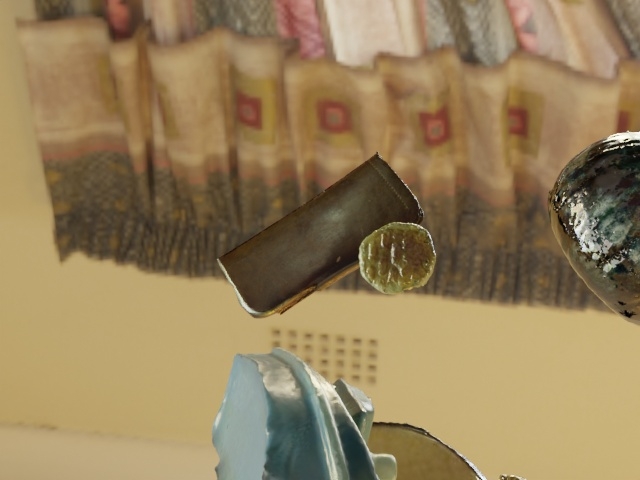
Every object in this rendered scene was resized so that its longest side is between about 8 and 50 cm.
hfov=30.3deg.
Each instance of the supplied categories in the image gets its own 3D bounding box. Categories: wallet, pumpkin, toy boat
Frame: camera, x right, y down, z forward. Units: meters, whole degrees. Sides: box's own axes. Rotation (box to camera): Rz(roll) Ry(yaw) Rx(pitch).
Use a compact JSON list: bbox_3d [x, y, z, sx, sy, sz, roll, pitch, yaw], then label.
[{"bbox_3d":[0.000,0.000,1.483,0.255,0.031,0.137,-33,-129,-2],"label":"wallet"},{"bbox_3d":[0.354,-0.011,1.281,0.233,0.163,0.233,35,-156,-17],"label":"pumpkin"},{"bbox_3d":[-0.004,0.130,0.709,0.098,0.109,0.238,13,-175,-11],"label":"toy boat"}]

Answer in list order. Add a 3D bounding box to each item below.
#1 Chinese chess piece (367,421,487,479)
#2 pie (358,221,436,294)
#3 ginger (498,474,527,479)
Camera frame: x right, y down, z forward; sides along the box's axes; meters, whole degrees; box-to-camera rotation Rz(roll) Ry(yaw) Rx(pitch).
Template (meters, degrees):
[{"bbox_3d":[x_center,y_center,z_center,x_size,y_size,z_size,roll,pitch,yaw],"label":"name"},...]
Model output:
[{"bbox_3d":[0.042,0.275,1.006,0.250,0.103,0.250,-8,-133,9],"label":"Chinese chess piece"},{"bbox_3d":[0.081,0.018,1.259,0.084,0.020,0.084,-3,-104,13],"label":"pie"},{"bbox_3d":[0.237,0.428,1.552,0.131,0.086,0.294,-10,-149,28],"label":"ginger"}]
